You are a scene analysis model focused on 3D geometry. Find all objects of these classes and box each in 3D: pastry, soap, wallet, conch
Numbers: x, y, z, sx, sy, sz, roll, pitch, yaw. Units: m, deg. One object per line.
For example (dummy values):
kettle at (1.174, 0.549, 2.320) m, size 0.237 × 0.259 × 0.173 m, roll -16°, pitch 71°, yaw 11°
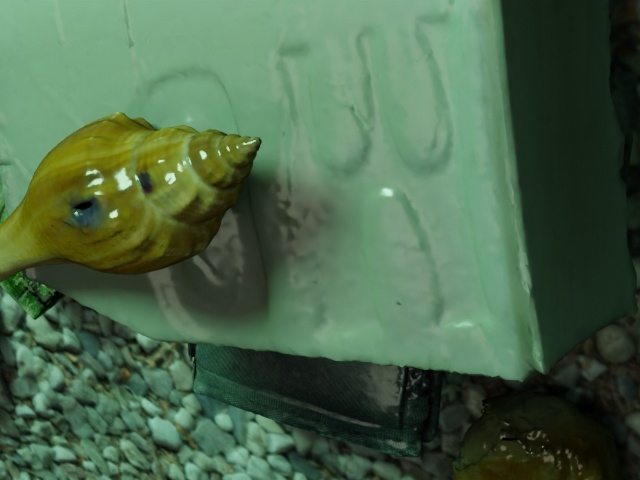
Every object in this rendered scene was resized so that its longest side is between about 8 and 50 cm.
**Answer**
pastry at (0.188, 0.198, 1.369) m, size 0.153 × 0.081 × 0.153 m, roll 12°, pitch 129°, yaw 16°
soap at (-0.012, -0.088, 1.161) m, size 0.435 × 0.213 × 0.350 m, roll 4°, pitch 112°, yaw 28°
wallet at (0.000, 0.000, 1.354) m, size 0.237 × 0.075 × 0.342 m, roll 13°, pitch 116°, yaw 21°
conch at (-0.163, -0.018, 1.088) m, size 0.330 × 0.093 × 0.109 m, roll -19°, pitch 97°, yaw 33°

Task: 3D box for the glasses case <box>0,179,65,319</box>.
glasses case at (-0.336, -0.051, 1.551) m, size 0.272 × 0.095 × 0.062 m, roll 46°, pitch 134°, yaw 2°
